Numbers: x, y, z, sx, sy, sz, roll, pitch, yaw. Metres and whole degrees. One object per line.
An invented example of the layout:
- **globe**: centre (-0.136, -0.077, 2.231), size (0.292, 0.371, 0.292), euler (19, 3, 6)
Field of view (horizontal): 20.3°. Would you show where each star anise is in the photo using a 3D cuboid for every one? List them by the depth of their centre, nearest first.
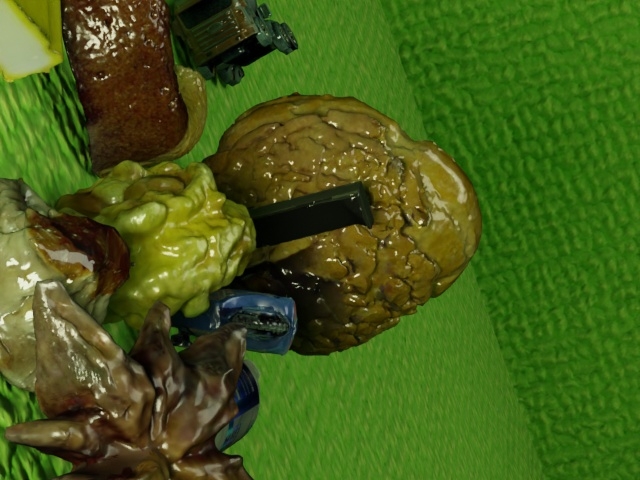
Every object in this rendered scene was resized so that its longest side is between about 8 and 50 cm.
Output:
- **star anise**: centre (-0.154, 0.184, 1.463), size (0.349, 0.109, 0.292), euler (20, 59, -45)

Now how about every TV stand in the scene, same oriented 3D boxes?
- **TV stand**: centre (-0.073, -0.006, 1.885), size (0.040, 0.256, 0.049), euler (-72, 146, -66)

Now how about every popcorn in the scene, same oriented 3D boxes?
- **popcorn**: centre (-0.160, -0.003, 1.711), size (0.197, 0.197, 0.155), euler (-53, 126, -73)

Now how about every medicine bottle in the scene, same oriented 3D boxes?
- **medicine bottle**: centre (-0.123, 0.167, 1.812), size (0.191, 0.107, 0.107), euler (-16, 91, -77)

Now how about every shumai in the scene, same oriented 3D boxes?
- **shumai**: centre (-0.225, 0.025, 1.534), size (0.201, 0.120, 0.201), euler (-17, 90, -74)

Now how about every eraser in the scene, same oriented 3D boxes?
- **eraser**: centre (-0.301, -0.278, 1.668), size (0.158, 0.069, 0.226), euler (50, 28, -56)

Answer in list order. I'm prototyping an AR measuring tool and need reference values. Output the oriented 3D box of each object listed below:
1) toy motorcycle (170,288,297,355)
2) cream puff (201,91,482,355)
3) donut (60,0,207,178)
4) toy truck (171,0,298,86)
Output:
- **toy motorcycle**: centre (-0.095, 0.079, 1.833), size (0.114, 0.205, 0.076), euler (11, 86, -46)
- **cream puff**: centre (0.000, 0.000, 2.032), size (0.327, 0.343, 0.231), euler (91, 20, -48)
- **donut**: centre (-0.188, -0.150, 1.838), size (0.295, 0.112, 0.151), euler (62, 24, -66)
- **toy truck**: centre (-0.120, -0.292, 2.358), size (0.140, 0.108, 0.256), euler (62, 11, 3)
